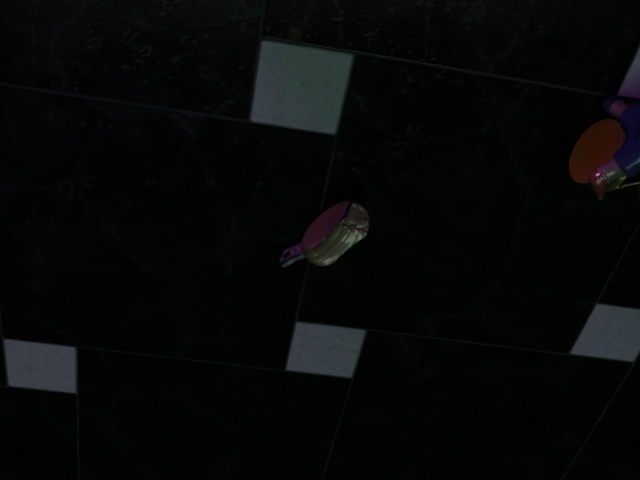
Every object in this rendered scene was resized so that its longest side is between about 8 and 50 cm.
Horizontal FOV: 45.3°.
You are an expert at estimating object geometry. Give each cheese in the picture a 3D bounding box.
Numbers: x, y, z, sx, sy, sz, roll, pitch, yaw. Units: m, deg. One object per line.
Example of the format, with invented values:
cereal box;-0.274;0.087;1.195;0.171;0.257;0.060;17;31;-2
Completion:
cheese;-0.001;0.004;1.128;0.171;0.092;0.047;-37;112;25

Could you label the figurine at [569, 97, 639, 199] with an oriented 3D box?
figurine;0.482;-0.084;1.043;0.275;0.161;0.158;27;163;-17
